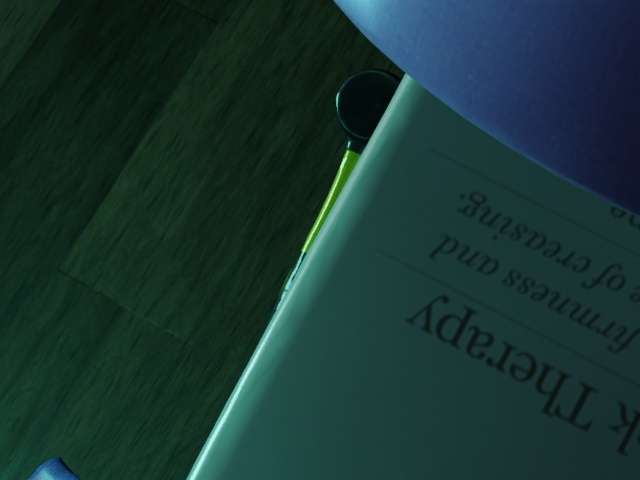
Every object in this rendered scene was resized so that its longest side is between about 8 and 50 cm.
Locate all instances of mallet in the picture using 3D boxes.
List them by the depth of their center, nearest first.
[{"bbox_3d":[0.000,0.000,0.932,0.062,0.039,0.190,-30,-36,-77],"label":"mallet"}]

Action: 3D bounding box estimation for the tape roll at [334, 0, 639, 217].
[{"bbox_3d":[0.132,-0.103,0.530,0.275,0.274,0.090,-48,-17,-55],"label":"tape roll"}]

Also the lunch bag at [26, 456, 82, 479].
[{"bbox_3d":[-0.030,0.274,0.426,0.328,0.239,0.385,-49,31,-19],"label":"lunch bag"}]

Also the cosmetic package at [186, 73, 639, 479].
[{"bbox_3d":[0.135,0.125,0.906,0.394,0.329,0.327,-62,-8,-5],"label":"cosmetic package"}]
